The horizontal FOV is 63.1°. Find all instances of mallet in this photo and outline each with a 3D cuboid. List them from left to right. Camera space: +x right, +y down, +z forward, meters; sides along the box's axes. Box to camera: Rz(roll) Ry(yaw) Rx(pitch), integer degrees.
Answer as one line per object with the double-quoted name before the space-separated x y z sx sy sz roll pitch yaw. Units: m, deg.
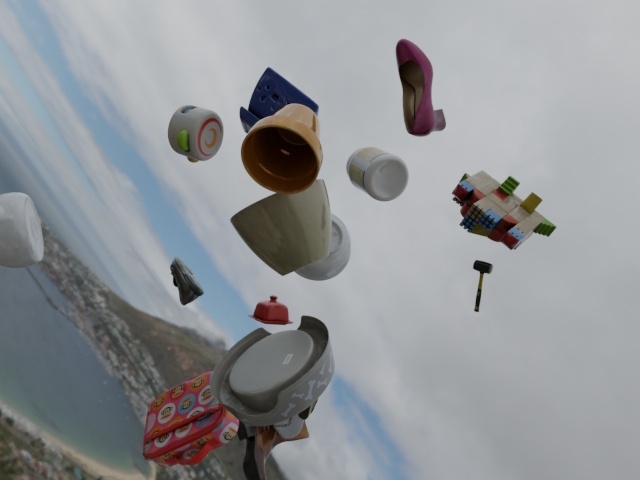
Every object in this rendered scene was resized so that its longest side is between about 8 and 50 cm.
"mallet" 0.560 0.161 1.800 0.062 0.039 0.189 8 -71 40

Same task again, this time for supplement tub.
"supplement tub" 0.269 -0.334 2.558 0.228 0.228 0.316 65 -8 -26

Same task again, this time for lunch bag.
"lunch bag" -0.381 0.542 1.544 0.120 0.293 0.258 55 13 -34

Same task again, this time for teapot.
"teapot" -0.980 -0.022 1.607 0.252 0.187 0.256 -134 -144 -61

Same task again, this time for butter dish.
"butter dish" -0.207 0.292 2.222 0.160 0.160 0.118 7 -92 59

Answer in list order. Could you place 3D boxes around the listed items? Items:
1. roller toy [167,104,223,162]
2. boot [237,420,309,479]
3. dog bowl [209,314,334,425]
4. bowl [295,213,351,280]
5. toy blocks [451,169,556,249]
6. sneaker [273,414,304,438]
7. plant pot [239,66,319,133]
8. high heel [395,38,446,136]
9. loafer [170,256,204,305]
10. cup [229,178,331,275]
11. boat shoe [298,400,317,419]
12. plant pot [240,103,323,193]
"roller toy" -0.470 -0.404 1.959 0.146 0.191 0.209 19 -11 22
"boot" -0.164 0.764 1.951 0.096 0.280 0.264 -40 -118 40
"dog bowl" -0.119 0.349 1.405 0.349 0.349 0.102 18 -42 59
"bowl" 0.000 0.000 2.026 0.298 0.298 0.134 54 -24 3
"toy blocks" 0.602 -0.096 1.838 0.381 0.261 0.190 44 -46 20
"sneaker" -0.163 0.553 1.986 0.210 0.137 0.365 161 -87 -75
"plant pot" -0.161 -0.453 1.915 0.236 0.212 0.236 38 -5 -2
"high heel" 0.321 -0.551 1.857 0.127 0.181 0.377 -33 -103 49
"loafer" -0.490 0.138 1.832 0.096 0.084 0.267 51 -8 -34
"cup" -0.095 -0.024 1.689 0.237 0.331 0.331 67 -20 2
"boat shoe" -0.036 0.546 1.813 0.056 0.152 0.049 25 10 19
"plant pot" -0.083 -0.258 1.370 0.205 0.188 0.205 8 -47 9
